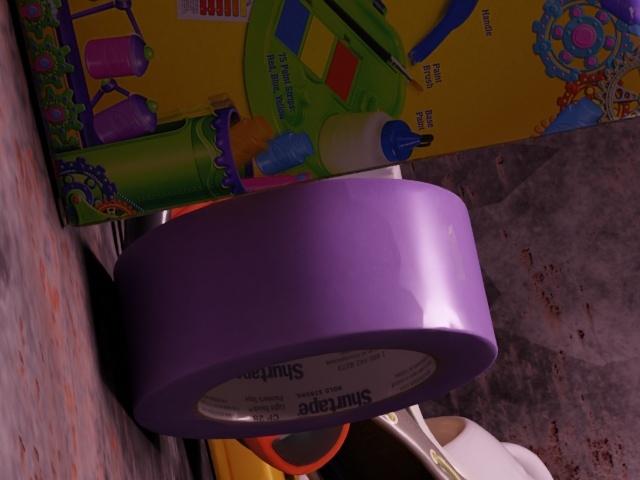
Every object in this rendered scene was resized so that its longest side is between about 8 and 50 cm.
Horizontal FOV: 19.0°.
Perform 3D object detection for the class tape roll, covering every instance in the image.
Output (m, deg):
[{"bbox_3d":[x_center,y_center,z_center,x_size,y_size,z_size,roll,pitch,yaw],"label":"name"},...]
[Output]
[{"bbox_3d":[-0.008,0.039,0.984,0.189,0.189,0.080,75,3,-71],"label":"tape roll"}]

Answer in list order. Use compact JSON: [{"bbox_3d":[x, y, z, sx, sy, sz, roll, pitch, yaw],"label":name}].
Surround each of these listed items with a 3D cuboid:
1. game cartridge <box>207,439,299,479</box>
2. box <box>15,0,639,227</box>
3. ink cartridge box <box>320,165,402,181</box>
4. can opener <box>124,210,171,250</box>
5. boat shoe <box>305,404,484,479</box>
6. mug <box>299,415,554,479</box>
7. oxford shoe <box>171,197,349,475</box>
[{"bbox_3d":[-0.065,0.077,1.446,0.324,0.052,0.285,-88,168,-72],"label":"game cartridge"},{"bbox_3d":[-0.009,-0.186,0.906,0.177,0.279,0.290,-94,173,-77],"label":"box"},{"bbox_3d":[0.000,0.000,1.280,0.052,0.122,0.088,-88,166,-73],"label":"ink cartridge box"},{"bbox_3d":[-0.095,-0.076,1.072,0.059,0.073,0.186,82,7,-80],"label":"can opener"},{"bbox_3d":[0.066,0.199,1.421,0.305,0.109,0.091,54,26,-13],"label":"boat shoe"},{"bbox_3d":[0.128,0.318,1.672,0.374,0.276,0.328,-30,102,-55],"label":"mug"},{"bbox_3d":[-0.073,0.024,1.181,0.098,0.097,0.271,18,-46,52],"label":"oxford shoe"}]
